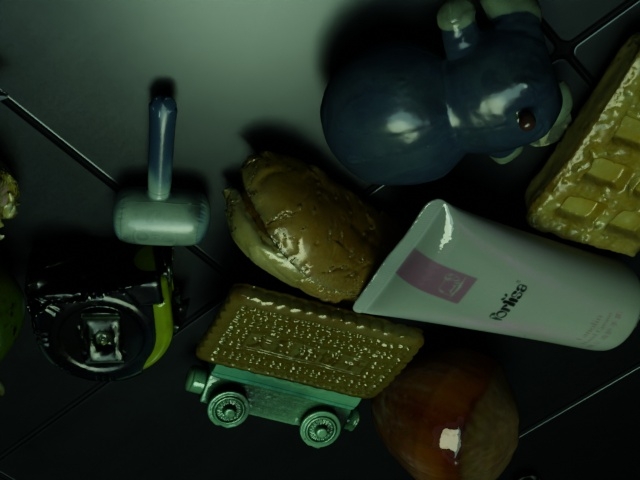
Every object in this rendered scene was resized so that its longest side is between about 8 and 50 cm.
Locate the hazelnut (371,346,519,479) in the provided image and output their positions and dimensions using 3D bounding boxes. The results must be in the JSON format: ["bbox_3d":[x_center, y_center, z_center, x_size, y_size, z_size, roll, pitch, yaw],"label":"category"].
[{"bbox_3d":[0.163,0.238,1.520,0.214,0.176,0.214,14,125,20],"label":"hazelnut"}]

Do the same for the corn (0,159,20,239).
[{"bbox_3d":[-0.491,-0.059,1.254,0.305,0.123,0.122,12,130,-11],"label":"corn"}]

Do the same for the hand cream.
[{"bbox_3d":[0.230,0.052,1.366,0.359,0.118,0.185,12,131,-29],"label":"hand cream"}]

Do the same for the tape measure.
[{"bbox_3d":[-0.262,0.090,1.403,0.199,0.112,0.186,-3,131,-1],"label":"tape measure"}]

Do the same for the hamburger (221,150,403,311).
[{"bbox_3d":[0.000,0.000,1.341,0.262,0.131,0.124,32,120,-32],"label":"hamburger"}]

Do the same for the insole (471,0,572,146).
[{"bbox_3d":[0.216,-0.198,1.275,0.081,0.011,0.248,-25,127,17],"label":"insole"}]

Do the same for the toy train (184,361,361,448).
[{"bbox_3d":[-0.049,0.182,1.513,0.248,0.101,0.159,17,109,-18],"label":"toy train"}]

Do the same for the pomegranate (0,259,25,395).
[{"bbox_3d":[-0.439,0.110,1.355,0.187,0.187,0.225,-7,124,1],"label":"pomegranate"}]

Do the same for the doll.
[{"bbox_3d":[0.131,-0.148,1.226,0.258,0.154,0.228,-11,136,20],"label":"doll"}]

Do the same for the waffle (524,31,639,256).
[{"bbox_3d":[0.367,-0.109,1.323,0.168,0.057,0.274,15,126,-21],"label":"waffle"}]

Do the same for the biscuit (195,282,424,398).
[{"bbox_3d":[-0.013,0.132,1.395,0.254,0.029,0.172,15,142,-16],"label":"biscuit"}]

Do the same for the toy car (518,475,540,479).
[{"bbox_3d":[0.324,0.387,1.743,0.041,0.025,0.093,-22,130,10],"label":"toy car"}]

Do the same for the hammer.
[{"bbox_3d":[-0.180,-0.080,1.303,0.116,0.069,0.194,3,123,-6],"label":"hammer"}]

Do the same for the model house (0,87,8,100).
[{"bbox_3d":[-0.419,-0.158,1.202,0.167,0.117,0.088,-22,143,10],"label":"model house"}]
